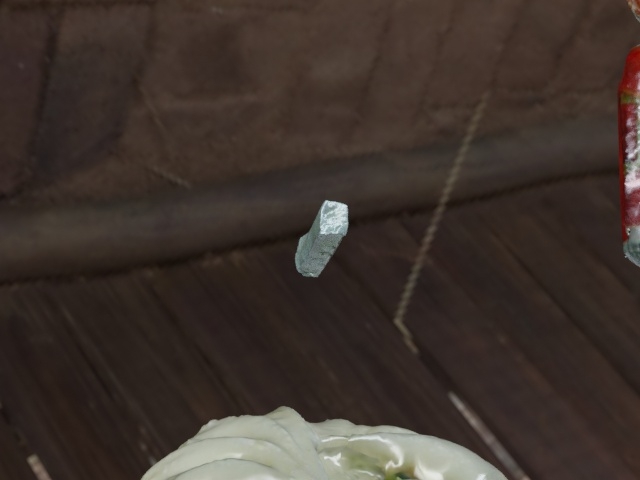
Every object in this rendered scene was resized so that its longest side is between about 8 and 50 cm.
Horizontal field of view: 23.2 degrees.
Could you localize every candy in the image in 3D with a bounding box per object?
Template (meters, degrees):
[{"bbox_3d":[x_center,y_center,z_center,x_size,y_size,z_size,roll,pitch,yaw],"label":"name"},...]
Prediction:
[{"bbox_3d":[0.262,-0.067,1.156,0.059,0.086,0.292,5,83,-62],"label":"candy"}]

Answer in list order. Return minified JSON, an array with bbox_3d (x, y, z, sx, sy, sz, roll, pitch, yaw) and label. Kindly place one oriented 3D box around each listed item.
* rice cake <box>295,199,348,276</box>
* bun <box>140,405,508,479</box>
[{"bbox_3d":[0.000,0.000,0.974,0.021,0.022,0.121,10,166,-5],"label":"rice cake"},{"bbox_3d":[0.021,0.183,0.792,0.259,0.259,0.160,-8,141,-39],"label":"bun"}]
